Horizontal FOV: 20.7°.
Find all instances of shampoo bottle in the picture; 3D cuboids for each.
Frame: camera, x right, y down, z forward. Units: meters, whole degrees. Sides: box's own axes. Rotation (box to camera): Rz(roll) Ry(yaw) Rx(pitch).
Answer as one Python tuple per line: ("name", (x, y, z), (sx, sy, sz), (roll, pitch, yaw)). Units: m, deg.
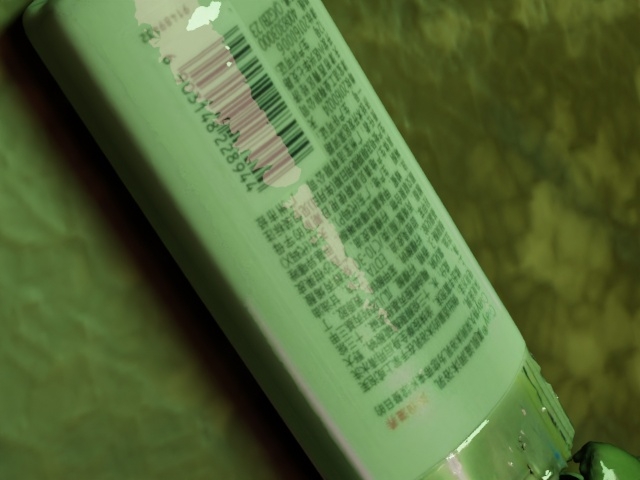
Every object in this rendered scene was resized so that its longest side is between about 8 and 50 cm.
("shampoo bottle", (0.000, 0.000, 0.560), (0.086, 0.056, 0.227), (-44, 112, -29))

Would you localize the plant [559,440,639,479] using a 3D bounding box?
("plant", (0.143, 0.132, 0.655), (0.174, 0.085, 0.087), (44, 35, -21))
